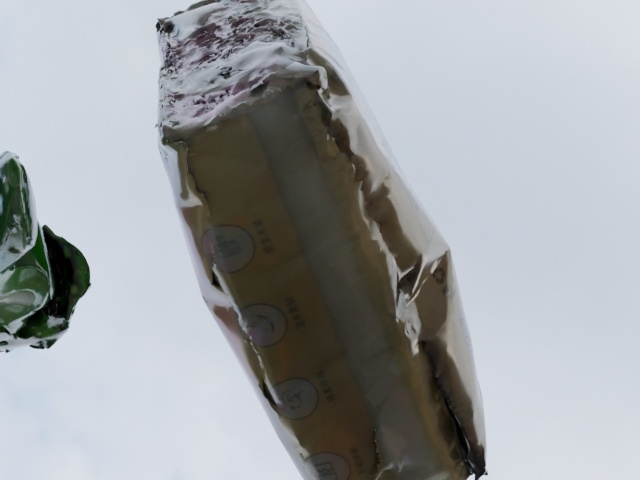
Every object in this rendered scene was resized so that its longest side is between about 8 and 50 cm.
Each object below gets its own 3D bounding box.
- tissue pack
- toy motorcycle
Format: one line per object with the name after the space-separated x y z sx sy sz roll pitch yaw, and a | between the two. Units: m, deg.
0.000 0.000 0.567 0.123 0.215 0.256 -20 -64 0 | tissue pack
-0.153 0.017 0.432 0.106 0.190 0.074 -14 -105 -11 | toy motorcycle
